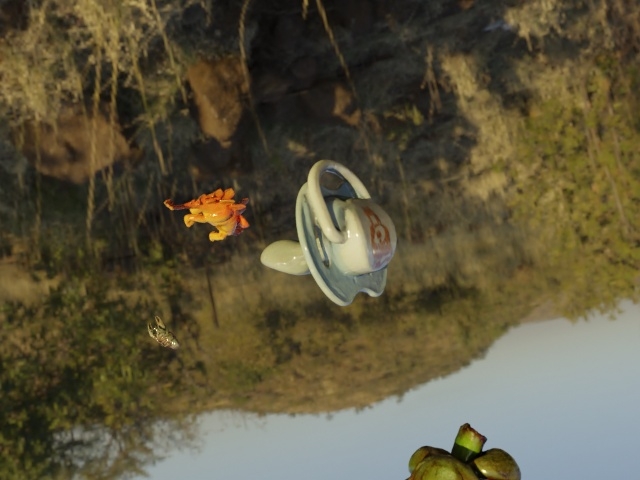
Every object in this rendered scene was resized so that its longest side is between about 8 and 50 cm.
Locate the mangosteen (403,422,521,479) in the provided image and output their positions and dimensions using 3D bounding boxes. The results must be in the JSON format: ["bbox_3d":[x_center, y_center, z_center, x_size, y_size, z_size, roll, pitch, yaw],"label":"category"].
[{"bbox_3d":[0.247,0.486,1.383,0.300,0.300,0.300,-12,172,-2],"label":"mangosteen"}]

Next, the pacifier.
[{"bbox_3d":[0.000,0.000,1.326,0.207,0.227,0.279,-22,173,27],"label":"pacifier"}]

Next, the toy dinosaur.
[{"bbox_3d":[-0.195,-0.056,1.592,0.117,0.070,0.288,-18,162,13],"label":"toy dinosaur"}]

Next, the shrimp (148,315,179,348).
[{"bbox_3d":[-0.321,0.190,1.677,0.038,0.092,0.029,-21,136,-32],"label":"shrimp"}]
